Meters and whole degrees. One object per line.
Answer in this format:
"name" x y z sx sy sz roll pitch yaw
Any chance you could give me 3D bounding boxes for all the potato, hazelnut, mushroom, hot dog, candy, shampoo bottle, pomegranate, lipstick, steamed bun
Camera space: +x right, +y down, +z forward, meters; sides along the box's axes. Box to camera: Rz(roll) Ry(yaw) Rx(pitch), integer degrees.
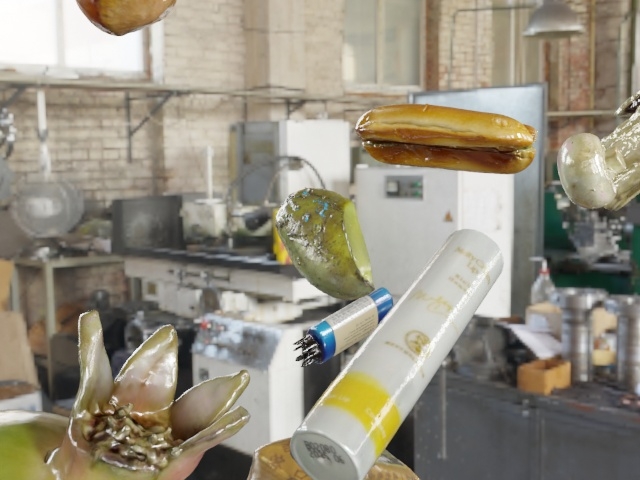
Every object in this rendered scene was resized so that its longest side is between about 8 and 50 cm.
"potato" 0.000 0.000 1.138 0.119 0.198 0.054 -41 -35 20
"hazelnut" -0.303 -0.396 1.302 0.182 0.182 0.182 -1 6 0
"mushroom" 0.288 -0.075 0.913 0.067 0.083 0.083 -20 -3 24
"hot dog" 0.160 -0.139 1.124 0.249 0.068 0.100 9 -26 29
"candy" 0.031 0.250 0.876 0.143 0.101 0.271 26 2 28
"shampoo bottle" 0.036 0.144 1.387 0.183 0.087 0.050 -27 58 -27
"pomegranate" -0.170 0.223 0.522 0.291 0.323 0.291 24 35 -18
"lipstick" 0.069 0.079 0.658 0.059 0.059 0.264 3 33 35
"steamed bun" 0.646 -0.252 1.488 0.247 0.189 0.428 -8 -30 -51
